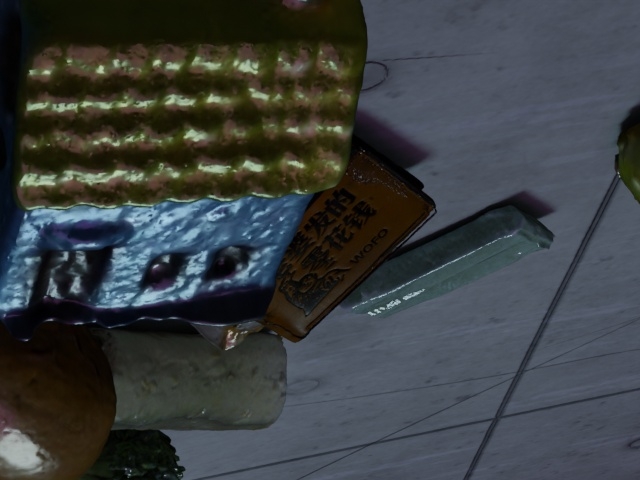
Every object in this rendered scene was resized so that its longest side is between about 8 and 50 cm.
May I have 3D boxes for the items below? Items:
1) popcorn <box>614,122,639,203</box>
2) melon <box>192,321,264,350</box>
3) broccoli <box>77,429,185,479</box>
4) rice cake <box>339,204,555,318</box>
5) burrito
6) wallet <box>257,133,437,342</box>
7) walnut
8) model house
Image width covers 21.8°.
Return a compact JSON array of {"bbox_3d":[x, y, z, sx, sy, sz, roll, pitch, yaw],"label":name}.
[{"bbox_3d":[0.459,-0.009,1.557,0.321,0.290,0.325,4,132,-31],"label":"popcorn"},{"bbox_3d":[-0.054,0.025,1.571,0.203,0.093,0.139,-23,148,3],"label":"melon"},{"bbox_3d":[-0.326,0.328,1.886,0.375,0.249,0.302,-20,159,27],"label":"broccoli"},{"bbox_3d":[0.127,0.025,1.729,0.226,0.040,0.085,-25,155,22],"label":"rice cake"},{"bbox_3d":[-0.182,0.155,1.766,0.299,0.105,0.143,3,155,-37],"label":"burrito"},{"bbox_3d":[0.001,0.001,1.495,0.195,0.042,0.161,-47,142,7],"label":"wallet"},{"bbox_3d":[-0.302,0.125,1.519,0.203,0.203,0.298,-20,152,13],"label":"walnut"},{"bbox_3d":[-0.112,-0.101,1.123,0.237,0.215,0.303,-3,149,-23],"label":"model house"}]
